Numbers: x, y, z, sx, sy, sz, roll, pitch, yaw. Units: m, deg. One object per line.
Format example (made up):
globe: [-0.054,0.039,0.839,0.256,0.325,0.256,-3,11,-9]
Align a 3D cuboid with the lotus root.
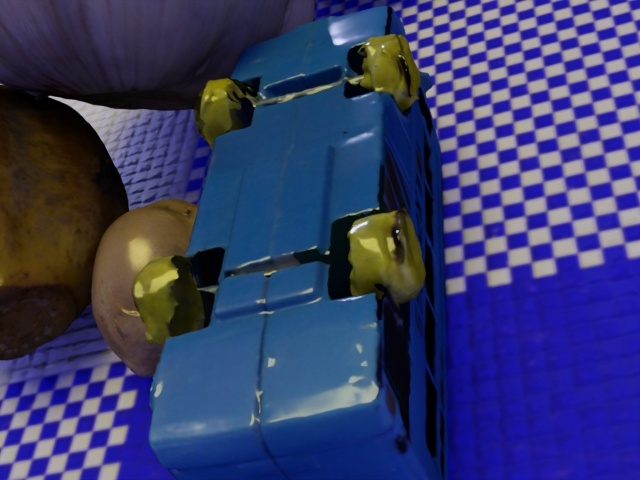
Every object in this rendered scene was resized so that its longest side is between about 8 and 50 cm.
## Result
lotus root: [-0.251,-0.019,0.799,0.193,0.193,0.291,-28,34,-1]

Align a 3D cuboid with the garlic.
garlic: [-0.163,-0.214,0.811,0.322,0.322,0.241,-18,72,11]

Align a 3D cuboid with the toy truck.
toy truck: [0.000,0.000,0.636,0.161,0.162,0.385,-13,41,16]

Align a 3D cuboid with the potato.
potato: [-0.115,0.028,0.716,0.112,0.112,0.147,-12,36,18]
